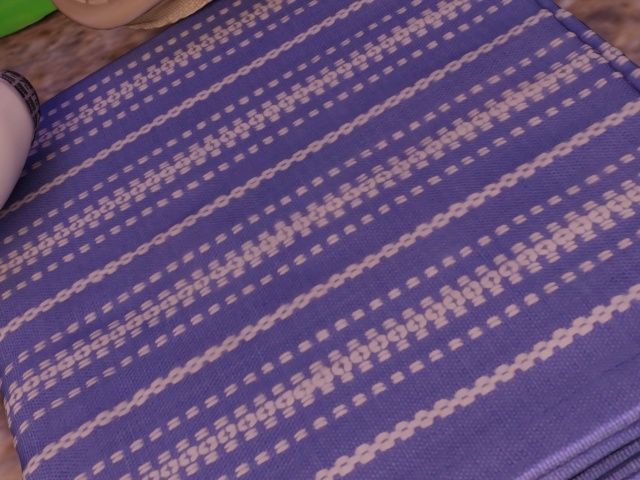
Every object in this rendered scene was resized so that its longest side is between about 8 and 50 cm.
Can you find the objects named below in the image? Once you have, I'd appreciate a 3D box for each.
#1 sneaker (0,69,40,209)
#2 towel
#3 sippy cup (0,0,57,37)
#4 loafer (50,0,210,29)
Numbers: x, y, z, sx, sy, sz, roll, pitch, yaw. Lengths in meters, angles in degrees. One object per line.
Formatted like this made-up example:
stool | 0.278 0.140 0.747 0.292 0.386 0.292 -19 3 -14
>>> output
sneaker | -0.210 0.005 0.581 0.235 0.090 0.095 -23 20 20
towel | 0.000 0.000 0.509 0.243 0.040 0.336 -30 37 -1
sippy cup | -0.203 -0.248 0.704 0.240 0.224 0.305 -22 50 20
loafer | -0.006 -0.182 0.631 0.268 0.092 0.102 -44 59 1
